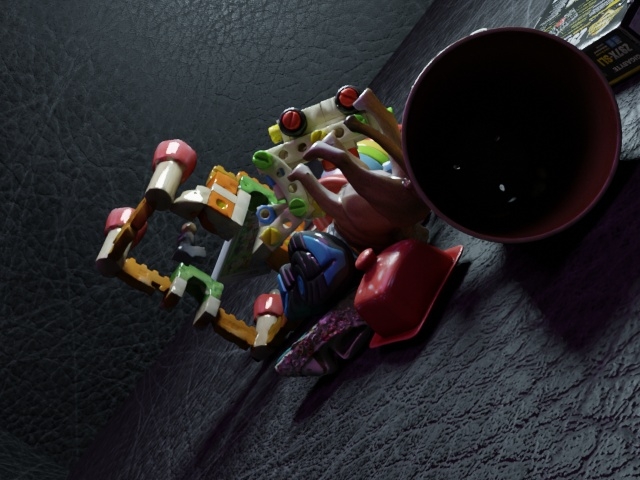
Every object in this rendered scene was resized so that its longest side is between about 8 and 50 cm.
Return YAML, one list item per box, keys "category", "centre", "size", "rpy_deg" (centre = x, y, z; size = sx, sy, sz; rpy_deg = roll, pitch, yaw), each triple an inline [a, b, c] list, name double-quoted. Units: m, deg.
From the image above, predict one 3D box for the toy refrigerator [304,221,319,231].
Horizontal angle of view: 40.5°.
- category: "toy refrigerator"
  centre: [0.000, 0.000, 1.961]
  size: [0.269, 0.094, 0.102]
  rpy_deg: [-43, 18, 53]

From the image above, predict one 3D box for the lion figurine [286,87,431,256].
- category: "lion figurine"
  centre: [0.086, -0.064, 1.253]
  size: [0.142, 0.240, 0.392]
  rpy_deg: [-46, 2, -5]

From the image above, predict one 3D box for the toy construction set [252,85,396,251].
- category: "toy construction set"
  centre: [0.027, -0.129, 1.462]
  size: [0.327, 0.215, 0.151]
  rpy_deg: [-18, -7, -5]

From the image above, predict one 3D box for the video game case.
- category: "video game case"
  centre: [-0.149, 0.002, 1.993]
  size: [0.193, 0.023, 0.212]
  rpy_deg: [-13, -46, -51]

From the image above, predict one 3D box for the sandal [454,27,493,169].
- category: "sandal"
  centre: [0.258, -0.217, 1.512]
  size: [0.120, 0.086, 0.303]
  rpy_deg: [31, 99, 51]

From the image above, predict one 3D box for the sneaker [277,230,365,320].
- category: "sneaker"
  centre: [0.018, 0.050, 1.444]
  size: [0.139, 0.125, 0.341]
  rpy_deg: [-10, -9, -12]

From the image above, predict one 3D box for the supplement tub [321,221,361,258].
- category: "supplement tub"
  centre: [0.052, 0.009, 1.619]
  size: [0.198, 0.106, 0.106]
  rpy_deg: [-38, 16, 31]

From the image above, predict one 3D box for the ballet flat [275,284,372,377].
- category: "ballet flat"
  centre: [0.014, 0.165, 1.374]
  size: [0.091, 0.077, 0.241]
  rpy_deg: [-1, -38, -47]

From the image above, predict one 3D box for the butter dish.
- category: "butter dish"
  centre: [0.102, 0.056, 1.226]
  size: [0.160, 0.118, 0.160]
  rpy_deg: [-57, 12, -23]

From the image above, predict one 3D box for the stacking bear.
- category: "stacking bear"
  centre: [0.101, -0.133, 1.774]
  size: [0.289, 0.164, 0.175]
  rpy_deg: [-54, -5, -46]

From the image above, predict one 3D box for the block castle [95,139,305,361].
- category: "block castle"
  centre: [-0.201, 0.016, 1.797]
  size: [0.303, 0.453, 0.213]
  rpy_deg: [-48, 19, 32]

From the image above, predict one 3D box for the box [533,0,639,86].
- category: "box"
  centre: [0.397, -0.309, 1.244]
  size: [0.257, 0.079, 0.322]
  rpy_deg: [-59, 11, -21]

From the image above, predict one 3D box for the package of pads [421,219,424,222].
- category: "package of pads"
  centre: [0.148, -0.036, 1.518]
  size: [0.083, 0.050, 0.032]
  rpy_deg: [-51, 10, 8]

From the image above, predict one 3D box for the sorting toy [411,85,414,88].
- category: "sorting toy"
  centre: [0.245, -0.333, 2.014]
  size: [0.045, 0.075, 0.083]
  rpy_deg: [-53, 11, 5]

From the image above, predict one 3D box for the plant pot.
- category: "plant pot"
  centre: [0.218, -0.109, 1.065]
  size: [0.237, 0.237, 0.254]
  rpy_deg: [-53, -6, 1]

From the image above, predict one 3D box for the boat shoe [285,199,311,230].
- category: "boat shoe"
  centre: [-0.052, -0.070, 1.913]
  size: [0.183, 0.083, 0.065]
  rpy_deg: [-46, 16, 46]
